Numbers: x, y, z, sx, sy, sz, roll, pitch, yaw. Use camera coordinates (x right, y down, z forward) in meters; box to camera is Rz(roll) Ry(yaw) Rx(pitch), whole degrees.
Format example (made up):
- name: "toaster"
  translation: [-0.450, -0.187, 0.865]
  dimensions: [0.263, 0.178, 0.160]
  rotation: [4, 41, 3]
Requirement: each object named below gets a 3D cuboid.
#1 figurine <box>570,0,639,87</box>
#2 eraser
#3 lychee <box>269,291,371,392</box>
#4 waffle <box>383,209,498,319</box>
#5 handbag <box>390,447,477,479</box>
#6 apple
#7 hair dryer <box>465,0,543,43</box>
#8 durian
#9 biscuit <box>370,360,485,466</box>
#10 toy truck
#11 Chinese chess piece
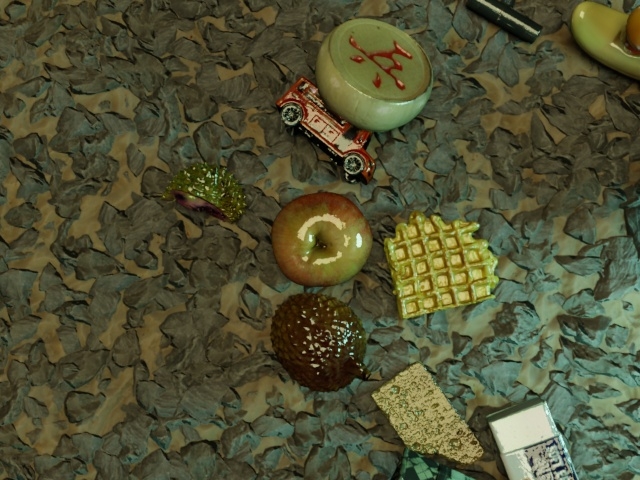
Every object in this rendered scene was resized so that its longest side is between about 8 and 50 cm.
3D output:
- name: "figurine"
  translation: [0.668, -0.406, 1.565]
  dimensions: [0.324, 0.222, 0.124]
  rotation: [26, 87, 5]
- name: "eraser"
  translation: [0.439, 0.472, 1.531]
  dimensions: [0.130, 0.086, 0.287]
  rotation: [-22, 83, 2]
- name: "lychee"
  translation: [0.006, 0.206, 1.534]
  dimensions: [0.238, 0.200, 0.200]
  rotation: [28, 84, 27]
- name: "waffle"
  translation: [0.251, 0.036, 1.610]
  dimensions: [0.229, 0.057, 0.219]
  rotation: [-14, 82, 0]
- name: "handbag"
  translation: [0.287, 0.625, 1.441]
  dimensions: [0.416, 0.180, 0.317]
  rotation: [21, 101, 9]
- name: "apple"
  translation: [0.000, 0.000, 1.576]
  dimensions: [0.209, 0.164, 0.209]
  rotation: [0, 94, 5]
- name: "hair dryer"
  translation: [0.441, -0.550, 1.686]
  dimensions: [0.173, 0.050, 0.195]
  rotation: [34, 82, 3]
- name: "durian"
  translation: [-0.243, -0.115, 1.627]
  dimensions: [0.186, 0.108, 0.119]
  rotation: [21, 85, 5]
- name: "biscuit"
  translation: [0.221, 0.377, 1.584]
  dimensions: [0.131, 0.026, 0.237]
  rotation: [-36, 83, 0]
- name: "toy truck"
  translation: [0.026, -0.229, 1.629]
  dimensions: [0.252, 0.107, 0.114]
  rotation: [39, 86, 7]
- name: "Chinese chess piece"
  translation: [0.110, -0.345, 1.598]
  dimensions: [0.250, 0.103, 0.250]
  rotation: [9, 57, -15]
